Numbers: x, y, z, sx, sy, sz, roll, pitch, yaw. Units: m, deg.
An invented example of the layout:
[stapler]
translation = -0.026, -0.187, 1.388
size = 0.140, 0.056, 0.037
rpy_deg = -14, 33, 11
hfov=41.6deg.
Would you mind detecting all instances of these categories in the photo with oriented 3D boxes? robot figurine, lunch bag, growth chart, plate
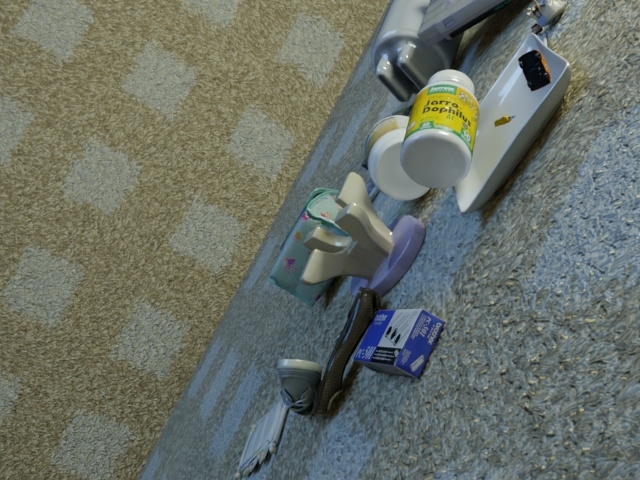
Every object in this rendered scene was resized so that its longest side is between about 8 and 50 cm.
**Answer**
[robot figurine]
translation = 0.246, -0.505, 2.083
size = 0.300, 0.200, 0.353
rpy_deg = -14, 43, 42
[lunch bag]
translation = 0.000, 0.000, 2.062
size = 0.223, 0.160, 0.262
rpy_deg = -60, -1, 24
[growth chart]
translation = -0.132, 0.444, 1.873
size = 0.237, 0.021, 0.172
rpy_deg = -49, 16, 49
[plate]
translation = 0.307, -0.191, 1.388
size = 0.278, 0.045, 0.277
rpy_deg = -57, 12, 20

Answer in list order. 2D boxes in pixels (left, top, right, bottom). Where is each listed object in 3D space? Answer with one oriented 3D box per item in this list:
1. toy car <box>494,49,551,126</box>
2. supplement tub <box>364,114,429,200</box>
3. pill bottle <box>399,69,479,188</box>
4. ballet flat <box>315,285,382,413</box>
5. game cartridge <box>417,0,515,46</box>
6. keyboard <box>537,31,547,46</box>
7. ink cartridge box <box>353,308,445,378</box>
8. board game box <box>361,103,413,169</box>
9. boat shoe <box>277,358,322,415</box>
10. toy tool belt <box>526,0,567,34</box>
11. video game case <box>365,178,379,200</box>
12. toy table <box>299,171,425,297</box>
[toy car]
translation = 0.299, -0.230, 1.268
size = 0.122, 0.060, 0.040
rpy_deg = -45, -14, 35
[supplement tub]
translation = 0.166, -0.169, 1.730
size = 0.144, 0.144, 0.199
rpy_deg = -58, 10, 17
[pill bottle]
translation = 0.207, -0.195, 1.429
size = 0.117, 0.117, 0.208
rpy_deg = -51, 15, 45
[ballet flat]
translation = 0.053, 0.205, 1.549
size = 0.084, 0.058, 0.250
rpy_deg = 103, -170, -75
[game cartridge]
translation = 0.374, -0.570, 1.821
size = 0.355, 0.068, 0.230
rpy_deg = -23, 40, 47
[keyboard]
translation = 0.337, -0.274, 1.567
size = 0.256, 0.014, 0.072
rpy_deg = -53, 18, 37
[ink cartridge box]
translation = 0.121, 0.161, 1.339
size = 0.097, 0.046, 0.207
rpy_deg = -62, 10, -11
[board game box]
translation = 0.192, -0.250, 2.048
size = 0.165, 0.042, 0.243
rpy_deg = -58, 13, -8
[boat shoe]
translation = -0.035, 0.279, 1.569
size = 0.227, 0.079, 0.081
rpy_deg = 75, -161, -66
[toy tool belt]
translation = 0.397, -0.411, 1.509
size = 0.052, 0.051, 0.083
rpy_deg = -31, -8, -34
[video game case]
translation = 0.143, -0.150, 2.152
size = 0.166, 0.015, 0.119
rpy_deg = -55, 12, 31
[toy table]
translation = 0.074, 0.009, 1.663
size = 0.274, 0.161, 0.252
rpy_deg = -45, 19, 54
